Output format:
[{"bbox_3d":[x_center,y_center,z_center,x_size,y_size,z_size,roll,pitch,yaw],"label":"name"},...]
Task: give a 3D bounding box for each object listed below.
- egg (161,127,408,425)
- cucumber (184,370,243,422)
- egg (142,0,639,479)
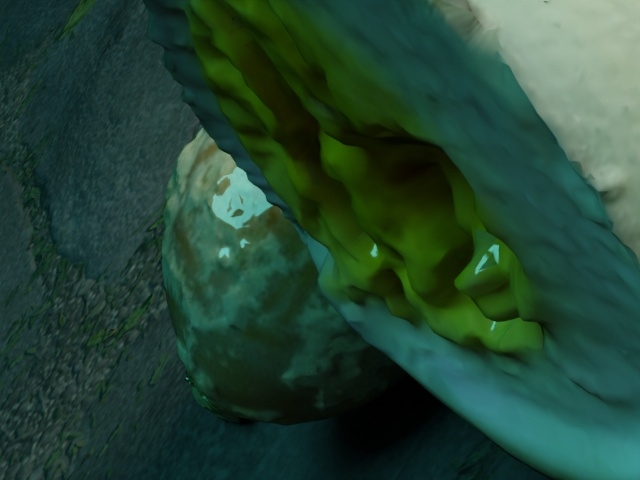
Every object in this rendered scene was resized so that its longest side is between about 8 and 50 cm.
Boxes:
[{"bbox_3d":[0.000,0.000,1.021,0.195,0.195,0.233,8,72,62],"label":"egg"},{"bbox_3d":[-0.028,0.026,1.196,0.058,0.052,0.214,13,64,41],"label":"cucumber"},{"bbox_3d":[0.152,-0.109,0.756,0.340,0.354,0.354,-41,22,-16],"label":"egg"}]
